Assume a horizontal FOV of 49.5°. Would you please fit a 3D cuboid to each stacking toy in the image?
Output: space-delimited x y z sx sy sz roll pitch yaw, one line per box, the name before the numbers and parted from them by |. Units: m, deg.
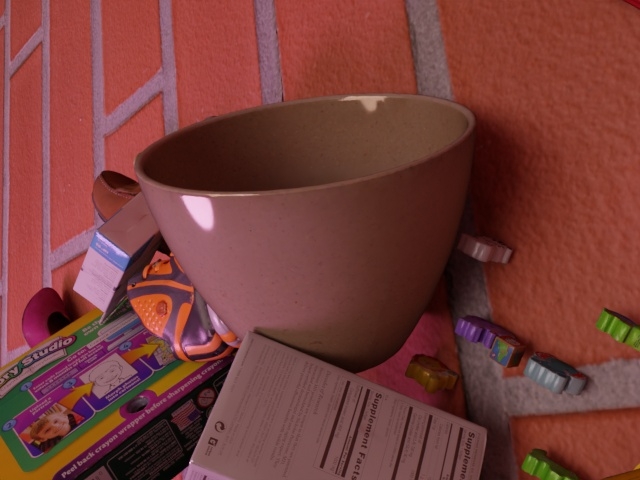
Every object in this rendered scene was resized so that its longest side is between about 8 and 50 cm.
stacking toy | 0.190 0.109 0.660 0.221 0.052 0.166 34 111 43

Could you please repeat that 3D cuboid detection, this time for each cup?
cup | 0.000 0.000 0.724 0.331 0.331 0.236 19 125 48

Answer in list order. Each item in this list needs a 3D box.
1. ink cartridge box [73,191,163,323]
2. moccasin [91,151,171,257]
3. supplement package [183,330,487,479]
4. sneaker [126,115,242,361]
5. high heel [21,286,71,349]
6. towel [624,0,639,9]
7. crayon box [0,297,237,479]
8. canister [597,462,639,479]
ink cartridge box | -0.284 0.028 0.979 0.060 0.104 0.180 37 132 -1
moccasin | -0.235 -0.053 1.083 0.380 0.139 0.146 25 102 46
supplement package | 0.010 0.211 0.656 0.139 0.244 0.133 116 177 -56
sneaker | -0.170 0.000 0.892 0.180 0.125 0.320 -22 58 33
high heel | -0.483 0.213 1.382 0.181 0.127 0.377 -28 52 6
towel | 0.308 -0.352 0.606 0.199 0.031 0.274 51 121 38
crayon box | -0.282 0.211 0.949 0.313 0.363 0.106 21 138 48
canister | 0.224 0.233 0.510 0.073 0.170 0.126 20 100 48
